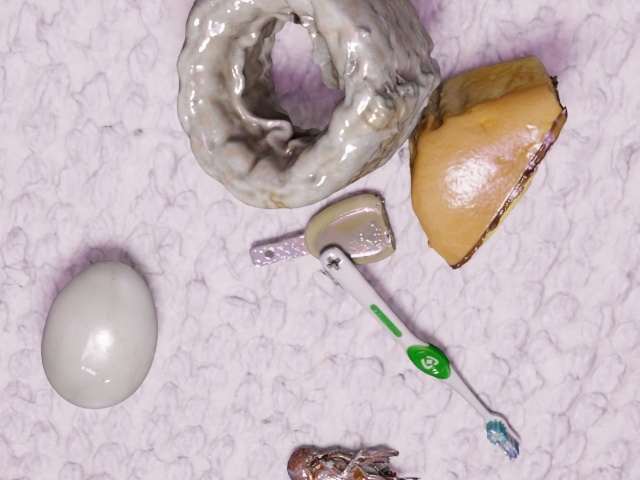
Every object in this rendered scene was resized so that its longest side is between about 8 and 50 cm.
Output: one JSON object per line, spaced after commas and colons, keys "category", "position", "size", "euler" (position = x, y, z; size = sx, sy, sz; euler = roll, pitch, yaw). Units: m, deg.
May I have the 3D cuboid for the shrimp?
{"category": "shrimp", "position": [0.048, 0.327, 1.986], "size": [0.190, 0.075, 0.073], "euler": [5, 84, 8]}

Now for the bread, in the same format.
{"category": "bread", "position": [0.183, -0.102, 1.699], "size": [0.162, 0.204, 0.262], "euler": [24, 111, -11]}

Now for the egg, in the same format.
{"category": "egg", "position": [-0.289, 0.124, 1.862], "size": [0.151, 0.151, 0.209], "euler": [15, 114, -4]}

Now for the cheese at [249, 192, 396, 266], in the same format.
{"category": "cheese", "position": [0.000, 0.000, 1.848], "size": [0.192, 0.037, 0.097], "euler": [-15, 114, 11]}

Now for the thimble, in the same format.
{"category": "thimble", "position": [-0.013, -0.189, 1.630], "size": [0.291, 0.195, 0.291], "euler": [8, 108, 25]}

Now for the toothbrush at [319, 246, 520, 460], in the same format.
{"category": "toothbrush", "position": [0.139, 0.151, 1.901], "size": [0.042, 0.040, 0.418], "euler": [-34, 111, 23]}
